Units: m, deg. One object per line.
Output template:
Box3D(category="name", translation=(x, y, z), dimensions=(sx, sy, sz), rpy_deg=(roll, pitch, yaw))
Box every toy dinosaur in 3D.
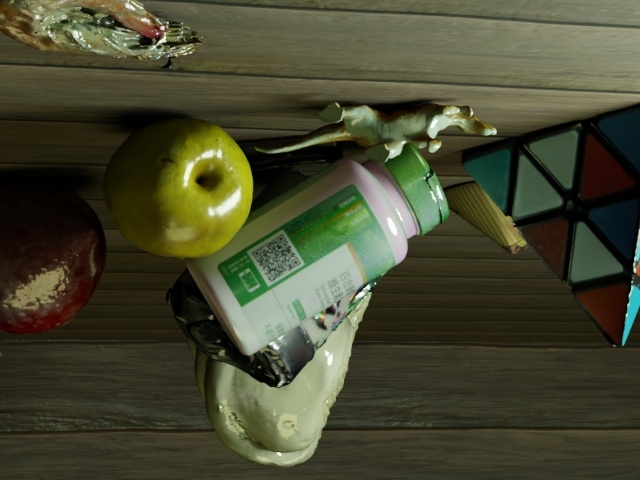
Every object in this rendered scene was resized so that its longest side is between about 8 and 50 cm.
Box3D(category="toy dinosaur", translation=(0.056, -0.117, 1.584), dimensions=(0.212, 0.057, 0.142), rpy_deg=(7, -166, 25))

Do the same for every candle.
Box3D(category="candle", translation=(-0.017, 0.015, 1.876), dimensions=(0.187, 0.330, 0.187), rpy_deg=(37, 160, 16))

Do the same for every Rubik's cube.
Box3D(category="Rubik's cube", translation=(0.349, -0.088, 1.688), dimensions=(0.250, 0.284, 0.234), rpy_deg=(-24, 156, -22))

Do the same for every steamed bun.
Box3D(category="steamed bun", translation=(-0.072, 0.140, 2.290), dimensions=(0.247, 0.352, 0.339), rpy_deg=(22, 155, 3))

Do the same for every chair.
Box3D(category="chair", translation=(-0.093, -0.052, 1.740), dimensions=(0.229, 0.113, 0.106), rpy_deg=(0, 172, 9))

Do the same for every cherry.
Box3D(category="cherry", translation=(-0.346, 0.017, 1.888), dimensions=(0.250, 0.192, 0.175), rpy_deg=(-20, -165, 44))

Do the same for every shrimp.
Box3D(category="shrimp", translation=(-0.171, -0.170, 1.235), dimensions=(0.190, 0.042, 0.101), rpy_deg=(9, 159, -40))

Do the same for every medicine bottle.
Box3D(category="medicine bottle", translation=(0.000, 0.000, 1.694), dimensions=(0.274, 0.133, 0.133), rpy_deg=(-33, 172, -7))

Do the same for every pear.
Box3D(category="pear", translation=(-0.146, -0.051, 1.611), dimensions=(0.149, 0.148, 0.162), rpy_deg=(4, 166, -30))

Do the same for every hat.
Box3D(category="hat", translation=(0.245, -0.023, 2.015), dimensions=(0.193, 0.082, 0.193), rpy_deg=(0, 171, 0))

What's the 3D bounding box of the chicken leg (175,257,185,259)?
Box3D(category="chicken leg", translation=(-0.157, -0.027, 1.932), dimensions=(0.103, 0.088, 0.227), rpy_deg=(16, 170, 1))
